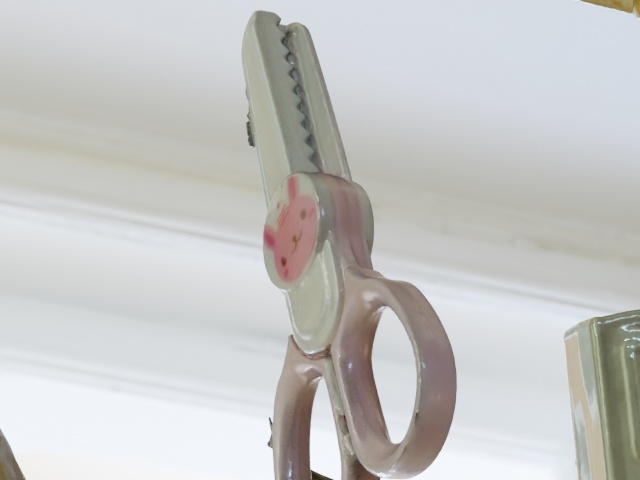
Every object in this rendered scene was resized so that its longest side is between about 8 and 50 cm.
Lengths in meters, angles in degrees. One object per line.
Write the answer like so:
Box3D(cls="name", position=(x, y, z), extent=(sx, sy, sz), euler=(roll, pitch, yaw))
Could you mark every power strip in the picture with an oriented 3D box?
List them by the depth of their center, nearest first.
Box3D(cls="power strip", position=(0.148, 0.107, 0.782), extent=(0.042, 0.075, 0.175), euler=(136, 130, -71))

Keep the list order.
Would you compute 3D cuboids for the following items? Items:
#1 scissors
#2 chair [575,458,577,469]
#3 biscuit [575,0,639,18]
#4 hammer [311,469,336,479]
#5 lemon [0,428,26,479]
Box3D(cls="scissors", position=(0.000, 0.000, 0.782), extent=(0.118, 0.030, 0.242), euler=(-49, 42, 45))
Box3D(cls="chair", position=(0.318, 0.138, 0.999), extent=(0.183, 0.326, 0.176), euler=(-47, -41, -39))
Box3D(cls="biscuit", position=(0.195, -0.117, 0.918), extent=(0.240, 0.158, 0.035), euler=(21, 106, 40))
Box3D(cls="hammer", position=(0.034, 0.202, 1.125), extent=(0.013, 0.062, 0.199), euler=(-51, 31, 11))
Box3D(cls="lemon", position=(-0.183, 0.101, 0.359), extent=(0.219, 0.240, 0.240), euler=(-22, -48, -57))
